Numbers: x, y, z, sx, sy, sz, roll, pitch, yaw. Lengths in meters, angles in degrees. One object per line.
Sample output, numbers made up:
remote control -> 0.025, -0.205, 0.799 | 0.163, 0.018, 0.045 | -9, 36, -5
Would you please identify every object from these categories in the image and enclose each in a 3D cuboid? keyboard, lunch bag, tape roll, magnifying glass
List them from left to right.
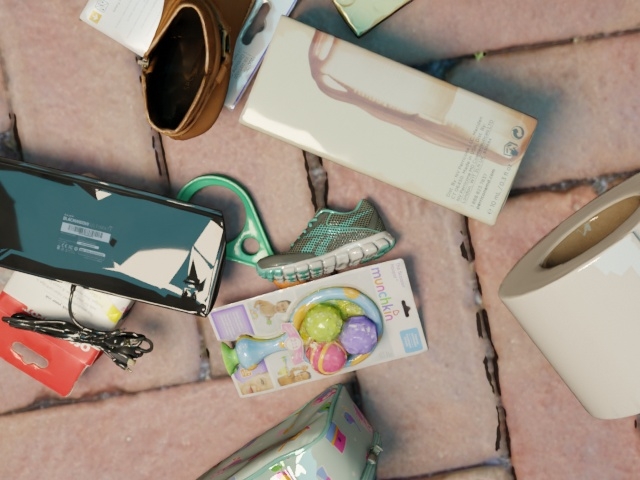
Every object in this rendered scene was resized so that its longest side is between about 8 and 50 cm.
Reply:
keyboard -> -0.271, 0.029, 1.255 | 0.317, 0.033, 0.201 | 14, 91, 2
magnifying glass -> -0.076, 0.013, 1.326 | 0.231, 0.026, 0.092 | 42, 97, -6
lunch bag -> -0.055, 0.286, 1.270 | 0.279, 0.224, 0.108 | -35, 91, 13
tape roll -> 0.339, 0.053, 1.204 | 0.246, 0.246, 0.169 | -37, 95, 7

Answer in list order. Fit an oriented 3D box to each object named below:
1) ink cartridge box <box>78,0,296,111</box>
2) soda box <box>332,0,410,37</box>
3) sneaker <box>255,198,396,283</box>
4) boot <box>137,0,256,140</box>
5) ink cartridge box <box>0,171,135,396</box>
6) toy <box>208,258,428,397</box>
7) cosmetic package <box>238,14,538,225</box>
ink cartridge box -> -0.137, -0.287, 1.276 | 0.208, 0.045, 0.206 | 32, 99, -2
soda box -> 0.099, -0.305, 1.257 | 0.181, 0.058, 0.061 | -35, 95, 6
sneaker -> 0.000, 0.000, 1.299 | 0.166, 0.065, 0.076 | -16, 76, -13
boot -> -0.134, -0.244, 1.149 | 0.109, 0.220, 0.283 | 13, 100, 1
ink cartridge box -> -0.285, 0.051, 1.314 | 0.134, 0.078, 0.231 | 33, 98, -2
toy -> -0.001, 0.117, 1.305 | 0.237, 0.056, 0.137 | -13, 120, 7
cosmetic package -> 0.073, -0.133, 1.237 | 0.296, 0.153, 0.129 | 22, 97, -2
